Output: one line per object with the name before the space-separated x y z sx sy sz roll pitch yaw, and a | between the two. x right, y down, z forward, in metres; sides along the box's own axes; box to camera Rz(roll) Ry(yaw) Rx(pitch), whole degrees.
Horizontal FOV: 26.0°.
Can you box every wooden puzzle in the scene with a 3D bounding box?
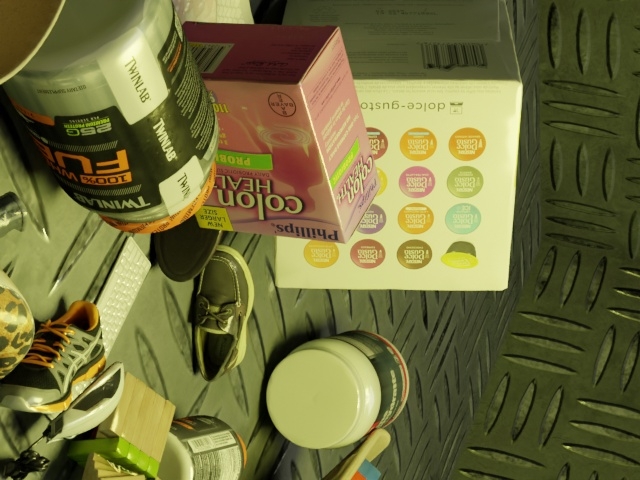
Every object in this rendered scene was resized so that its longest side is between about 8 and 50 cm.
wooden puzzle | -0.030 0.490 2.327 0.322 0.080 0.348 -47 174 29

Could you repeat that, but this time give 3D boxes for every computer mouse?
computer mouse | -0.288 0.215 1.623 0.193 0.042 0.106 -45 -176 -35

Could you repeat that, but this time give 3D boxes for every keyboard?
keyboard | -0.279 0.118 1.744 0.072 0.014 0.256 70 37 -57

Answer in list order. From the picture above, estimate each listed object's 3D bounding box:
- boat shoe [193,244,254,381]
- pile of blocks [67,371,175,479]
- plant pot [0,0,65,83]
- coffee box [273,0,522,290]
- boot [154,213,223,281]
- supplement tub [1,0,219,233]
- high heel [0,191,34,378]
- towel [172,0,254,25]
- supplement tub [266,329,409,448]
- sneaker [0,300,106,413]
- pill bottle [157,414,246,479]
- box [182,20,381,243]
boat shoe | -0.145 0.112 2.010 0.073 0.080 0.223 -61 159 -51
pile of blocks | -0.267 0.353 1.745 0.149 0.113 0.362 15 69 -56
plant pot | -0.338 -0.270 1.073 0.284 0.191 0.284 13 90 -71
coffee box | 0.106 -0.150 2.028 0.338 0.338 0.334 -86 177 -59
boot | -0.140 -0.070 1.954 0.280 0.096 0.264 13 82 -78
supplement tub | -0.220 -0.154 1.469 0.316 0.193 0.193 71 37 -55
high heel | -0.383 0.079 1.383 0.186 0.093 0.261 -29 146 -36
towel | -0.176 -0.315 1.703 0.317 0.053 0.332 -55 150 -46
supplement tub | 0.032 0.260 2.425 0.272 0.191 0.191 -5 107 -70
sneaker | -0.309 0.134 1.581 0.215 0.084 0.083 -55 153 -69
pill bottle | -0.188 0.313 1.941 0.246 0.130 0.130 8 94 -71
box | -0.066 -0.131 1.671 0.117 0.213 0.243 -59 145 -39
